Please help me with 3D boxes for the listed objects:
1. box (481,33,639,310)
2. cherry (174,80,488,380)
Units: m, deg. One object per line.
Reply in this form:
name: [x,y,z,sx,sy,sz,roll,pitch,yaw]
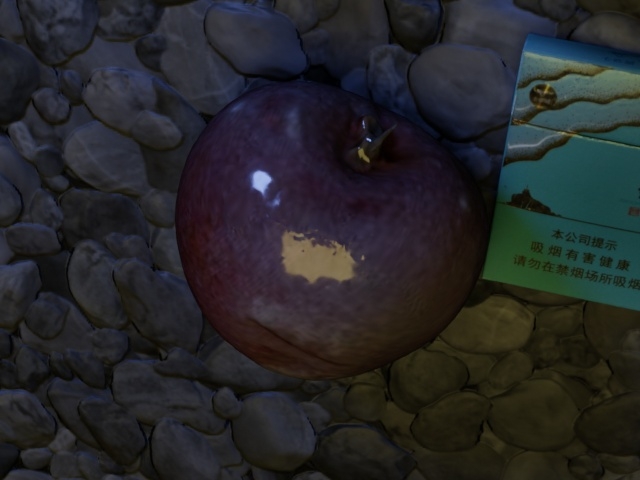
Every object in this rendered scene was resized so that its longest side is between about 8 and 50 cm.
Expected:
box: [0.231,-0.052,1.373,0.162,0.041,0.229,12,125,7]
cherry: [0.000,0.000,1.370,0.261,0.221,0.307,27,143,0]
